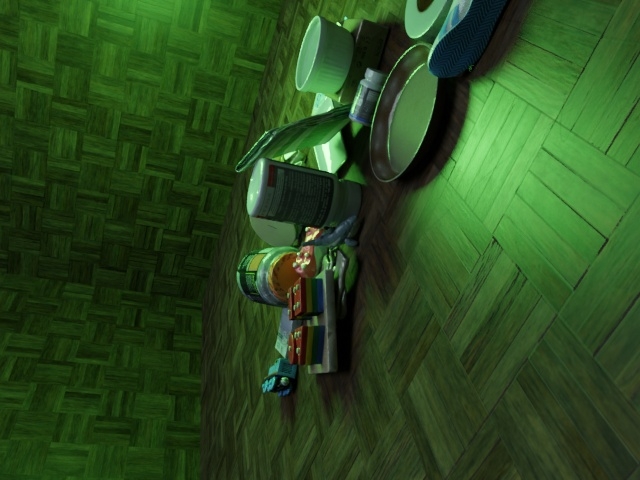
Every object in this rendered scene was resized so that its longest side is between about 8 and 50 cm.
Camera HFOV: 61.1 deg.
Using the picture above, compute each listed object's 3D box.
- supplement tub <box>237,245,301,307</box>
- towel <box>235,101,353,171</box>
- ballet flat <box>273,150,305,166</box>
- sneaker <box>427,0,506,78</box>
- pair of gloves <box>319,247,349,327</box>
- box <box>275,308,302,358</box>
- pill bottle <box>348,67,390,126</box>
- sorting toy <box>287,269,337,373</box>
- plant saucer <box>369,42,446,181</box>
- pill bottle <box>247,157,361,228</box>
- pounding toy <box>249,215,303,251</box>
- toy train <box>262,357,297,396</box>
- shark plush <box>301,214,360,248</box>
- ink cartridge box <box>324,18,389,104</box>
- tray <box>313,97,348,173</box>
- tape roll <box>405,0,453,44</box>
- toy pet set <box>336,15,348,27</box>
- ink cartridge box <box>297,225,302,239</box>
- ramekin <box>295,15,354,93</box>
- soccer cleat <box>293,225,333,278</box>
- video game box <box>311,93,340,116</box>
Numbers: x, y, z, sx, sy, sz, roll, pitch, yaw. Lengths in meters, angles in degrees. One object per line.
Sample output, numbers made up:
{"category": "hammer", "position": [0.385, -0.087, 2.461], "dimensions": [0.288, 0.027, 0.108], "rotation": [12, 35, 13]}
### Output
{"category": "supplement tub", "position": [-0.140, 0.117, 1.755], "dimensions": [0.316, 0.194, 0.193], "rotation": [-4, 76, 66]}
{"category": "towel", "position": [-0.056, -0.285, 1.510], "dimensions": [0.248, 0.325, 0.038], "rotation": [-29, 88, 57]}
{"category": "ballet flat", "position": [-0.106, -0.267, 2.062], "dimensions": [0.124, 0.116, 0.342], "rotation": [-44, 35, 28]}
{"category": "sneaker", "position": [0.276, -0.413, 1.014], "dimensions": [0.228, 0.087, 0.092], "rotation": [-59, 19, 31]}
{"category": "pair of gloves", "position": [0.039, 0.121, 1.478], "dimensions": [0.240, 0.042, 0.204], "rotation": [-147, 63, -76]}
{"category": "box", "position": [-0.103, 0.288, 1.819], "dimensions": [0.145, 0.038, 0.186], "rotation": [-172, 92, -72]}
{"category": "pill bottle", "position": [0.131, -0.377, 1.424], "dimensions": [0.078, 0.078, 0.137], "rotation": [-112, 37, -59]}
{"category": "sorting toy", "position": [-0.032, 0.227, 1.455], "dimensions": [0.257, 0.089, 0.255], "rotation": [131, 138, -70]}
{"category": "plant saucer", "position": [0.197, -0.279, 1.216], "dimensions": [0.310, 0.050, 0.310], "rotation": [-170, 90, -72]}
{"category": "pill bottle", "position": [-0.044, -0.119, 1.473], "dimensions": [0.161, 0.283, 0.161], "rotation": [-170, 90, -72]}
{"category": "pounding toy", "position": [-0.116, -0.062, 1.851], "dimensions": [0.110, 0.237, 0.183], "rotation": [-52, 2, -42]}
{"category": "toy train", "position": [-0.133, 0.446, 1.763], "dimensions": [0.184, 0.080, 0.105], "rotation": [133, 153, -62]}
{"category": "shark plush", "position": [0.029, -0.020, 1.439], "dimensions": [0.073, 0.161, 0.067], "rotation": [-84, -22, -45]}
{"category": "ink cartridge box", "position": [0.100, -0.517, 1.583], "dimensions": [0.193, 0.088, 0.234], "rotation": [-118, 42, -65]}
{"category": "tray", "position": [0.030, -0.316, 1.700], "dimensions": [0.145, 0.030, 0.270], "rotation": [-48, 44, 45]}
{"category": "tape roll", "position": [0.259, -0.523, 1.130], "dimensions": [0.219, 0.072, 0.219], "rotation": [-168, 90, -72]}
{"category": "toy pet set", "position": [0.099, -0.654, 1.751], "dimensions": [0.114, 0.065, 0.122], "rotation": [53, 145, 18]}
{"category": "ink cartridge box", "position": [-0.104, -0.075, 1.945], "dimensions": [0.052, 0.089, 0.122], "rotation": [-94, 22, -54]}
{"category": "ramekin", "position": [0.013, -0.512, 1.525], "dimensions": [0.207, 0.109, 0.207], "rotation": [-170, 90, -73]}
{"category": "soccer cleat", "position": [0.000, 0.000, 1.615], "dimensions": [0.083, 0.095, 0.248], "rotation": [10, 72, 42]}
{"category": "video game box", "position": [0.017, -0.444, 1.859], "dimensions": [0.187, 0.048, 0.205], "rotation": [-139, 62, -66]}
